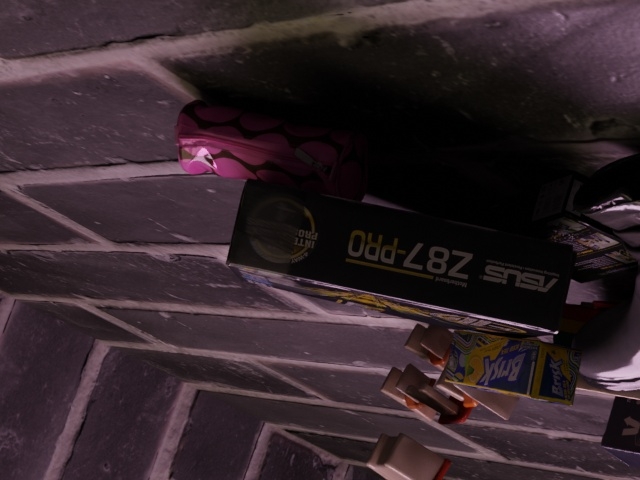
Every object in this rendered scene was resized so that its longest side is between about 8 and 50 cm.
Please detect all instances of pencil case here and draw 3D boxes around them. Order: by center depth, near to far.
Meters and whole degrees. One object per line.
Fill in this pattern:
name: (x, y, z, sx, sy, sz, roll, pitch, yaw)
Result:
pencil case: (-0.054, -0.094, 1.637, 0.209, 0.095, 0.098, 11, -163, 23)

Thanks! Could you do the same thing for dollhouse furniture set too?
dollhouse furniture set: (0.184, 0.229, 2.127, 0.135, 0.259, 0.262, 34, 163, -12)

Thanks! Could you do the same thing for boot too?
boot: (0.312, 0.016, 1.469, 0.223, 0.118, 0.338, 38, 141, -20)

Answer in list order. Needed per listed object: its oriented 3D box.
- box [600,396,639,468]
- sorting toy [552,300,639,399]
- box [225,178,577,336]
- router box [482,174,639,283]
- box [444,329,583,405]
box: (0.447, 0.205, 1.914, 0.158, 0.156, 0.093, 7, 161, 39)
sorting toy: (0.375, 0.120, 1.726, 0.256, 0.089, 0.257, 8, -177, 27)
box: (0.072, 0.026, 1.621, 0.318, 0.097, 0.395, 14, 176, -1)
router box: (0.264, -0.009, 1.615, 0.133, 0.046, 0.179, 24, 164, -17)
box: (0.196, 0.129, 1.606, 0.054, 0.059, 0.169, 13, 175, -26)
